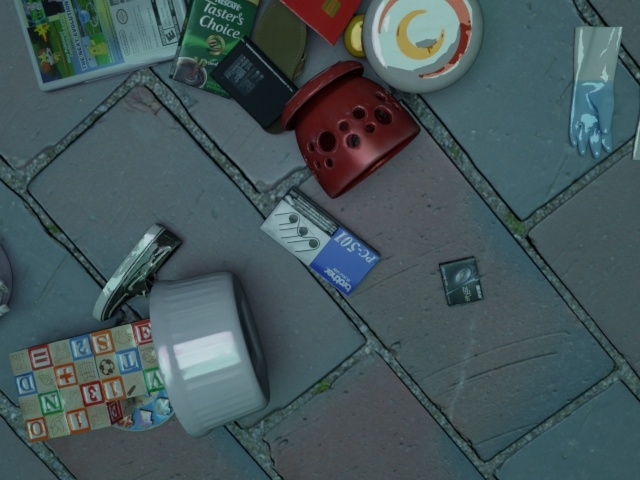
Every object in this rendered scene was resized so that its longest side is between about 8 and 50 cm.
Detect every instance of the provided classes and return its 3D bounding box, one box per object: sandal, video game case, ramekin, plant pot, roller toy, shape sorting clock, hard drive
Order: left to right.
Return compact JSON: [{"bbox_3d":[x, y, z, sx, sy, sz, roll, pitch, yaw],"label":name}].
[{"bbox_3d":[-0.400,-0.460,1.094,0.300,0.036,0.328,-13,99,5],"label":"video game case"},{"bbox_3d":[-0.365,0.273,1.200,0.206,0.040,0.206,0,99,3],"label":"shape sorting clock"},{"bbox_3d":[-0.182,0.185,1.065,0.135,0.277,0.277,-16,97,-2],"label":"ramekin"},{"bbox_3d":[-0.111,-0.268,1.055,0.135,0.022,0.094,44,119,-14],"label":"hard drive"},{"bbox_3d":[-0.068,-0.311,1.082,0.088,0.079,0.239,12,122,5],"label":"sandal"},{"bbox_3d":[0.045,-0.192,1.036,0.191,0.191,0.174,-36,87,8],"label":"plant pot"},{"bbox_3d":[0.163,-0.343,1.022,0.209,0.146,0.191,-42,102,16],"label":"roller toy"}]

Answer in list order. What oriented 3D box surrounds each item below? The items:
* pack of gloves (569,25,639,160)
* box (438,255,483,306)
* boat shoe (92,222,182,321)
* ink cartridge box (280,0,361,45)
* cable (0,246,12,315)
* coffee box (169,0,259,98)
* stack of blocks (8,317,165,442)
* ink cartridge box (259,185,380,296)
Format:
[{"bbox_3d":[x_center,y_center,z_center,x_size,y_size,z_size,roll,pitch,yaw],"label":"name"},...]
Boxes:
[{"bbox_3d":[0.539,-0.254,1.065,0.195,0.046,0.231,1,99,4],"label":"pack of gloves"},{"bbox_3d":[0.261,0.077,1.144,0.067,0.018,0.083,-12,98,6],"label":"box"},{"bbox_3d":[-0.343,0.073,1.150,0.070,0.078,0.219,37,97,-1],"label":"boat shoe"},{"bbox_3d":[0.000,-0.506,0.966,0.261,0.066,0.296,33,78,-18],"label":"ink cartridge box"},{"bbox_3d":[-0.723,0.074,1.167,0.257,0.089,0.257,-31,95,8],"label":"cable"},{"bbox_3d":[-0.185,-0.353,1.074,0.113,0.040,0.184,15,100,-25],"label":"coffee box"},{"bbox_3d":[-0.403,0.252,1.140,0.297,0.087,0.171,-15,88,11],"label":"stack of blocks"},{"bbox_3d":[0.000,0.000,1.134,0.207,0.046,0.097,39,100,-3],"label":"ink cartridge box"}]
